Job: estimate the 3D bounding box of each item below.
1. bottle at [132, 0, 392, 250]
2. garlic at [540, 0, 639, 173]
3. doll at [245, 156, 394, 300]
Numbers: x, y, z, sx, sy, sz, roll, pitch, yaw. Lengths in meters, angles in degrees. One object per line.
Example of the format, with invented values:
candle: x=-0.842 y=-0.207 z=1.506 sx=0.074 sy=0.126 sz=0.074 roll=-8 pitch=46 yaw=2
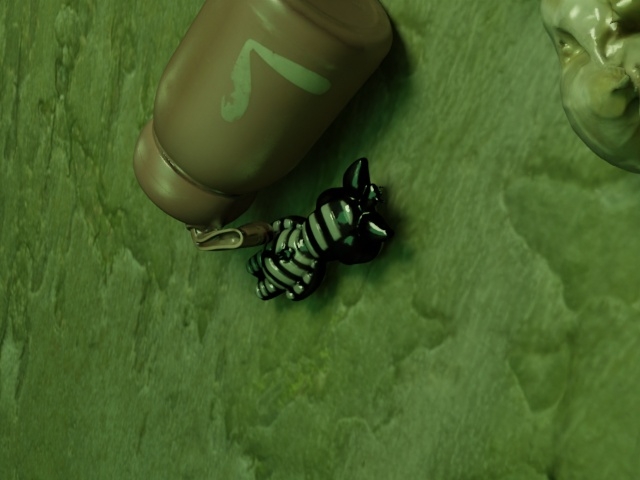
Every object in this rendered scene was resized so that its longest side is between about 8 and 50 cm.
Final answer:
bottle: x=-0.069 y=-0.132 z=0.912 sx=0.297 sy=0.173 sz=0.206 roll=-48 pitch=65 yaw=32
garlic: x=0.264 y=-0.110 z=0.613 sx=0.281 sy=0.203 sz=0.185 roll=48 pitch=140 yaw=24
doll: x=0.000 y=0.000 z=0.934 sx=0.219 sy=0.067 sz=0.091 roll=-34 pitch=69 yaw=43
